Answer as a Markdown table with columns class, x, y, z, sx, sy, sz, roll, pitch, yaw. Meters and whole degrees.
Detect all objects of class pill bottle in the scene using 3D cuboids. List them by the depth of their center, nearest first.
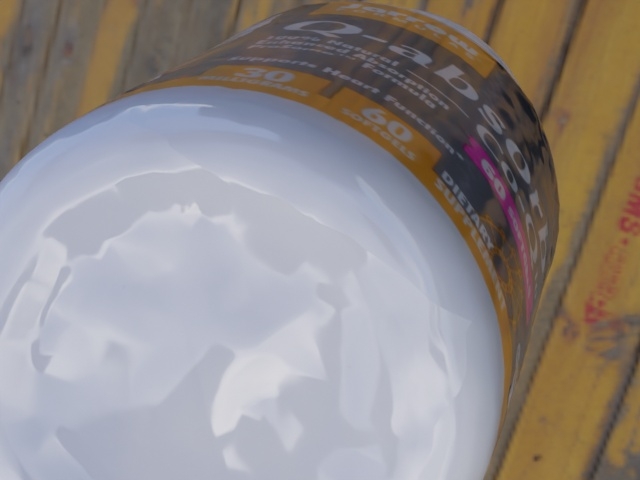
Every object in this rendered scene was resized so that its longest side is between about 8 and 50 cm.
| class | x | y | z | sx | sy | sz | roll | pitch | yaw |
| --- | --- | --- | --- | --- | --- | --- | --- | --- | --- |
| pill bottle | 0.000 | 0.000 | 0.498 | 0.162 | 0.278 | 0.162 | 4 | 109 | 13 |
